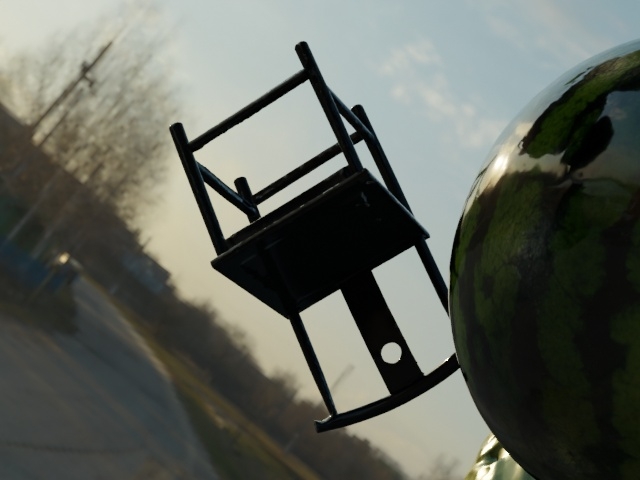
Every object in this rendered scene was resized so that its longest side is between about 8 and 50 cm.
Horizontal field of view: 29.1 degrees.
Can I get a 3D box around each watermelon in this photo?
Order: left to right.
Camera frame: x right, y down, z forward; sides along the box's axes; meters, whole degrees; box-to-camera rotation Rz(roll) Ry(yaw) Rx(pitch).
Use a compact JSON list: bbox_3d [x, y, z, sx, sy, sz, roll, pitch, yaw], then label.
[{"bbox_3d":[0.211,0.027,0.655,0.285,0.285,0.285,37,-9,7],"label":"watermelon"}]

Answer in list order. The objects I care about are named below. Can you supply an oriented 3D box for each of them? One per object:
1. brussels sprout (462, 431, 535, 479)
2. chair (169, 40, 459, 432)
[{"bbox_3d":[0.276,0.332,1.218,0.276,0.315,0.371,-47,-125,46],"label":"brussels sprout"},{"bbox_3d":[0.000,0.000,0.983,0.141,0.155,0.260,40,23,-56],"label":"chair"}]
